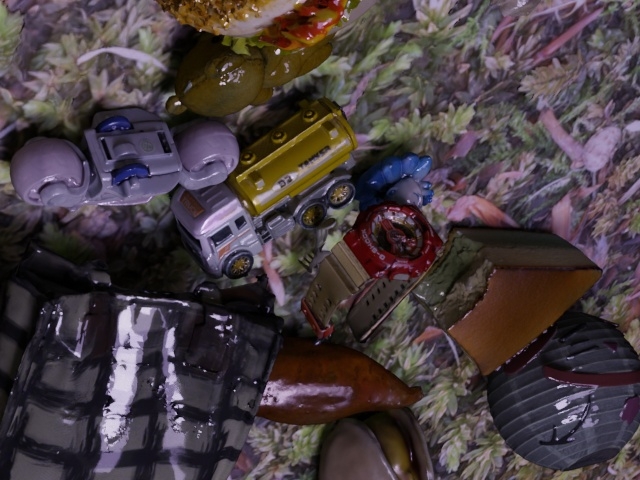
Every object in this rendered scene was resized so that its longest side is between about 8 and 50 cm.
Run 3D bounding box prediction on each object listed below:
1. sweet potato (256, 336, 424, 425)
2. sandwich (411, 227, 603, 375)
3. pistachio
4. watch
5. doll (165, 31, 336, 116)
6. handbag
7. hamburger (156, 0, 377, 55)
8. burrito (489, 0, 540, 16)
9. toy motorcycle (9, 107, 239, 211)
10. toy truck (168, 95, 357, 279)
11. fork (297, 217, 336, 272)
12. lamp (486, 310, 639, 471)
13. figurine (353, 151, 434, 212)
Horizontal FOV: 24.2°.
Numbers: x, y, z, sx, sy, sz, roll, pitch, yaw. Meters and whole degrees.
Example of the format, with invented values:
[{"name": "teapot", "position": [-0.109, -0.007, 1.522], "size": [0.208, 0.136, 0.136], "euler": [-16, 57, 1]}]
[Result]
[{"name": "sweet potato", "position": [-0.036, 0.178, 1.887], "size": [0.359, 0.112, 0.112], "euler": [6, 122, -17]}, {"name": "sandwich", "position": [0.247, 0.049, 1.991], "size": [0.220, 0.108, 0.186], "euler": [-40, 139, 1]}, {"name": "pistachio", "position": [0.090, 0.366, 2.070], "size": [0.166, 0.197, 0.288], "euler": [-25, 124, -24]}, {"name": "watch", "position": [0.050, 0.059, 1.811], "size": [0.164, 0.102, 0.268], "euler": [-18, 155, -39]}, {"name": "doll", "position": [-0.069, -0.198, 1.586], "size": [0.209, 0.097, 0.137], "euler": [-27, 170, -39]}, {"name": "handbag", "position": [-0.228, 0.170, 1.653], "size": [0.325, 0.162, 0.327], "euler": [7, 126, -29]}, {"name": "hamburger", "position": [-0.049, -0.311, 1.345], "size": [0.276, 0.294, 0.179], "euler": [-60, 152, 7]}, {"name": "burrito", "position": [0.254, -0.354, 1.701], "size": [0.087, 0.060, 0.226], "euler": [-8, 127, -39]}, {"name": "toy motorcycle", "position": [-0.207, -0.076, 1.571], "size": [0.254, 0.112, 0.112], "euler": [-9, 128, -31]}, {"name": "toy truck", "position": [-0.061, -0.064, 1.678], "size": [0.227, 0.098, 0.114], "euler": [-35, 138, -10]}, {"name": "fork", "position": [0.003, 0.006, 1.740], "size": [0.034, 0.028, 0.219], "euler": [-28, 173, -12]}, {"name": "lamp", "position": [0.345, 0.206, 2.115], "size": [0.265, 0.233, 0.233], "euler": [0, 124, -51]}, {"name": "figurine", "position": [0.083, -0.058, 1.802], "size": [0.114, 0.079, 0.114], "euler": [-24, 141, -21]}]
